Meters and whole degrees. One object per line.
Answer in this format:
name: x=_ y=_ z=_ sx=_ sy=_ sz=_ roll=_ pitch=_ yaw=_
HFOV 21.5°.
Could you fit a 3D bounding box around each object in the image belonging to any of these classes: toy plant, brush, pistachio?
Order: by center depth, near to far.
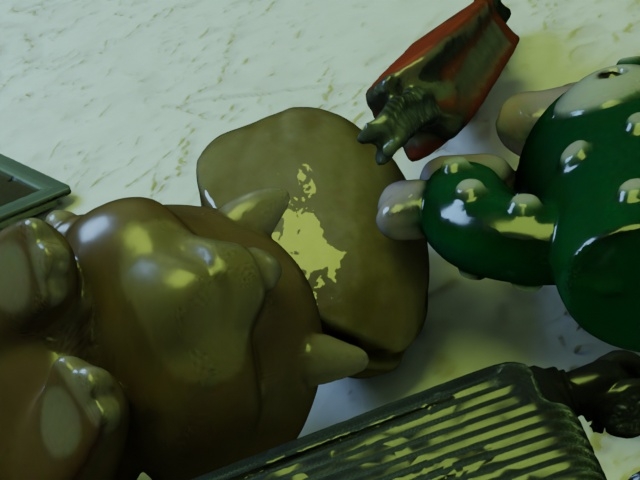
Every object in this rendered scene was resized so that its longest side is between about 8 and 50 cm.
toy plant: x=0.167 y=-0.029 z=0.849 sx=0.233 sy=0.112 sz=0.243 roll=15 pitch=32 yaw=36
pistachio: x=0.000 y=0.000 z=0.912 sx=0.108 sy=0.126 sz=0.185 roll=-57 pitch=45 yaw=23
brush: x=0.070 y=-0.092 z=0.987 sx=0.070 sy=0.051 sz=0.323 roll=-31 pitch=7 yaw=22

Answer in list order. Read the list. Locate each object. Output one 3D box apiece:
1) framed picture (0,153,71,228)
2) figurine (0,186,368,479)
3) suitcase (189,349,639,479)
framed picture: x=-0.350 y=-0.006 z=1.152 sx=0.296 sy=0.019 sz=0.232 roll=-25 pitch=31 yaw=-31
figurine: x=-0.097 y=0.076 z=0.824 sx=0.173 sy=0.247 sz=0.177 roll=-5 pitch=43 yaw=-45
suitcase: x=0.011 y=0.175 z=0.641 sx=0.312 sy=0.128 sz=0.202 roll=-20 pitch=33 yaw=3
